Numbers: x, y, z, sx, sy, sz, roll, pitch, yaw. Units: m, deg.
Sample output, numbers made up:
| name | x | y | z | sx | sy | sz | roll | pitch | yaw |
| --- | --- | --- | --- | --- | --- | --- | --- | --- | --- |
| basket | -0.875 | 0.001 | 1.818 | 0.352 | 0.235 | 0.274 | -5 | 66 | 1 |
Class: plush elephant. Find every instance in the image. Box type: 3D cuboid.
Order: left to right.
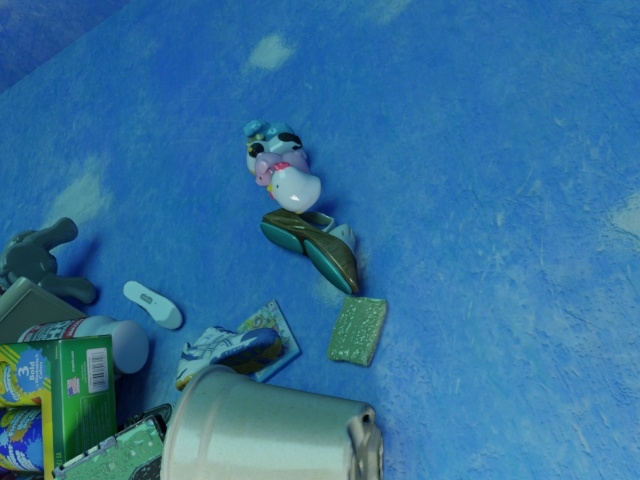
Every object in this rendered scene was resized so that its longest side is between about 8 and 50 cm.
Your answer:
| name | x | y | z | sx | sy | sz | roll | pitch | yaw |
| --- | --- | --- | --- | --- | --- | --- | --- | --- | --- |
| plush elephant | -0.840 | 0.127 | 1.895 | 0.255 | 0.330 | 0.272 | -42 | 71 | 47 |

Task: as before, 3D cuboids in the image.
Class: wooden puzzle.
| name | x | y | z | sx | sy | sz | roll | pitch | yaw |
| --- | --- | --- | --- | --- | --- | --- | --- | --- | --- |
| wooden puzzle | -0.774 | 0.234 | 1.789 | 0.221 | 0.238 | 0.044 | -46 | 31 | 2 |

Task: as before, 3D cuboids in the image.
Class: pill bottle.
| name | x | y | z | sx | sy | sz | roll | pitch | yaw |
| --- | --- | --- | --- | --- | --- | --- | --- | --- | --- |
| pill bottle | -0.594 | 0.281 | 1.668 | 0.318 | 0.176 | 0.176 | -11 | 57 | 26 |

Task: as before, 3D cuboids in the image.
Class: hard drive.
| name | x | y | z | sx | sy | sz | roll | pitch | yaw |
| --- | --- | --- | --- | --- | --- | --- | --- | --- | --- |
| hard drive | -0.348 | 0.544 | 1.290 | 0.237 | 0.064 | 0.339 | -29 | 77 | -5 |

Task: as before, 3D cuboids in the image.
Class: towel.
| name | x | y | z | sx | sy | sz | roll | pitch | yaw |
| --- | --- | --- | --- | --- | --- | --- | --- | --- | --- |
| towel | 0.077 | 0.185 | 1.377 | 0.110 | 0.027 | 0.148 | 4 | 64 | 35 |

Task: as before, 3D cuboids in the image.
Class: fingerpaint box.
| name | x | y | z | sx | sy | sz | roll | pitch | yaw |
| --- | --- | --- | --- | --- | --- | --- | --- | --- | --- |
| fingerpaint box | -0.647 | 0.449 | 1.494 | 0.371 | 0.163 | 0.445 | -8 | 83 | 27 |

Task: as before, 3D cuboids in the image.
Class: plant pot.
| name | x | y | z | sx | sy | sz | roll | pitch | yaw |
| --- | --- | --- | --- | --- | --- | --- | --- | --- | --- |
| plant pot | -0.060 | 0.391 | 1.177 | 0.305 | 0.334 | 0.334 | -3 | 61 | 20 |

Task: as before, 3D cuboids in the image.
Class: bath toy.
| name | x | y | z | sx | sy | sz | roll | pitch | yaw |
| --- | --- | --- | --- | --- | --- | --- | --- | --- | --- |
| bath toy | -0.104 | -0.187 | 1.609 | 0.151 | 0.129 | 0.348 | -36 | 34 | 7 |

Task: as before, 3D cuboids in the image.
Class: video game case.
| name | x | y | z | sx | sy | sz | roll | pitch | yaw |
| --- | --- | --- | --- | --- | --- | --- | --- | --- | --- |
| video game case | -0.120 | 0.224 | 1.494 | 0.119 | 0.015 | 0.166 | -39 | 48 | 8 |

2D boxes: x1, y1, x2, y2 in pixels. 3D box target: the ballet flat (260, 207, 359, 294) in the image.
| name | x | y | z | sx | sy | sz | roll | pitch | yaw |
| --- | --- | --- | --- | --- | --- | --- | --- | --- | --- |
| ballet flat | 0.000 | 0.000 | 1.506 | 0.124 | 0.116 | 0.342 | -39 | 41 | -19 |

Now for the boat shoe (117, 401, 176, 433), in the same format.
| name | x | y | z | sx | sy | sz | roll | pitch | yaw |
| --- | --- | --- | --- | --- | --- | --- | --- | --- | --- |
| boat shoe | -0.429 | 0.438 | 1.529 | 0.228 | 0.076 | 0.080 | -32 | 50 | 14 |

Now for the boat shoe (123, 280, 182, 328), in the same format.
| name | x | y | z | sx | sy | sz | roll | pitch | yaw |
| --- | --- | --- | --- | --- | --- | --- | --- | --- | --- |
| boat shoe | -0.416 | 0.165 | 1.704 | 0.183 | 0.083 | 0.065 | 34 | 84 | 15 |

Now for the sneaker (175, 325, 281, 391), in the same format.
| name | x | y | z | sx | sy | sz | roll | pitch | yaw |
| --- | --- | --- | --- | --- | --- | --- | --- | --- | --- |
| sneaker | -0.214 | 0.234 | 1.472 | 0.296 | 0.112 | 0.131 | -27 | 49 | 27 |
